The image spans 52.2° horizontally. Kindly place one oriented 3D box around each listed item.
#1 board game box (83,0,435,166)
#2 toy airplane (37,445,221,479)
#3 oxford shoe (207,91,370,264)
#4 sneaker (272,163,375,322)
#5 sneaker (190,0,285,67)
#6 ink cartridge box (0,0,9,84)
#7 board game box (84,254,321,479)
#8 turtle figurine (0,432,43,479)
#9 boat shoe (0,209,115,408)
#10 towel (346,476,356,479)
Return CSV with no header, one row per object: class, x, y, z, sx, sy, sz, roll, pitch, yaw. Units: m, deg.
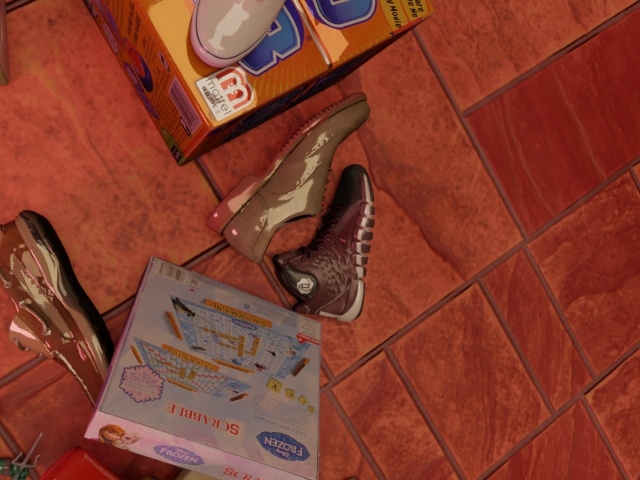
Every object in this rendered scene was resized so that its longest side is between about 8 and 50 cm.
board game box,-0.127,-0.367,0.970,0.356,0.356,0.356,-32,99,-16
toy airplane,-0.285,0.457,0.977,0.386,0.272,0.385,9,98,-54
oxford shoe,-0.026,-0.106,1.112,0.348,0.123,0.130,-44,88,-4
sneaker,0.000,0.000,1.137,0.162,0.106,0.282,5,88,-15
sneaker,-0.065,-0.319,0.751,0.094,0.091,0.258,32,80,-15
ink cartridge box,-0.645,-0.338,0.923,0.353,0.119,0.207,-3,90,-18
board game box,-0.152,0.199,0.993,0.318,0.318,0.066,24,124,-15
turtle figurine,-0.514,0.326,0.956,0.175,0.118,0.234,51,55,-53
boat shoe,-0.412,0.117,0.998,0.119,0.122,0.324,-27,89,-12
towel,-0.009,0.564,1.150,0.282,0.049,0.187,-25,95,-16
